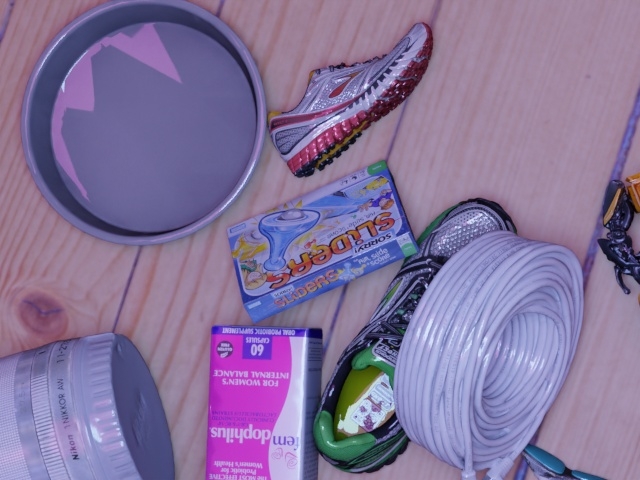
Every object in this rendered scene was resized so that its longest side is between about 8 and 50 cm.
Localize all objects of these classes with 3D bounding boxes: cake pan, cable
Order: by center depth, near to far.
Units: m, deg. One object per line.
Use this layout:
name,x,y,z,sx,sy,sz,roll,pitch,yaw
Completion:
cable,0.182,0.115,1.740,0.089,0.257,0.257,24,57,36
cake pan,-0.202,-0.138,1.920,0.293,0.054,0.293,-1,85,9

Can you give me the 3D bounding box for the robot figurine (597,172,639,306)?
robot figurine,0.420,0.027,1.757,0.211,0.085,0.291,-21,75,8

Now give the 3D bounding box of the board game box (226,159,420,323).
board game box,0.000,0.000,1.844,0.201,0.035,0.136,-24,40,6

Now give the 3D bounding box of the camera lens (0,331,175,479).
camera lens,-0.323,0.234,1.823,0.274,0.219,0.219,-16,82,7

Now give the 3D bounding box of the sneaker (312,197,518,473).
sneaker,0.110,0.109,1.800,0.134,0.146,0.343,30,90,11

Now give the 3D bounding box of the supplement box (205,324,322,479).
supplement box,-0.062,0.205,1.838,0.111,0.114,0.220,1,87,9

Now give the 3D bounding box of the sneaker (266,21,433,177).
sneaker,0.033,-0.174,1.868,0.225,0.088,0.092,-39,79,4

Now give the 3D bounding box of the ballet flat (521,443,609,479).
ballet flat,0.267,0.264,1.816,0.114,0.041,0.041,24,89,11
